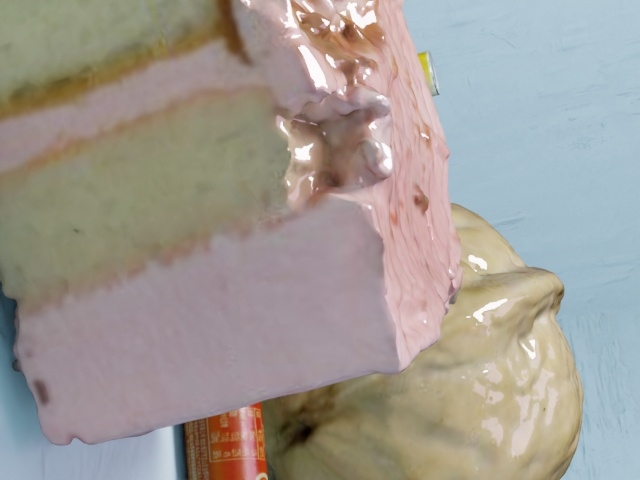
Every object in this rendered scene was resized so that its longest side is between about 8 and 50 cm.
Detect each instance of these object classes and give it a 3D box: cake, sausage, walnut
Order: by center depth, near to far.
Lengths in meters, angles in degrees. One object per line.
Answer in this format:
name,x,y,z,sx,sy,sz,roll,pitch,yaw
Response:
cake,-0.064,-0.046,0.838,0.314,0.293,0.306,-17,94,-71
sausage,-0.079,0.224,1.038,0.083,0.083,0.264,45,37,-69
walnut,0.092,0.134,1.232,0.381,0.381,0.381,-11,90,-78

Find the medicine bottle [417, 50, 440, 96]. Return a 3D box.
medicine bottle,0.049,-0.205,1.645,0.074,0.218,0.074,-12,90,-78
